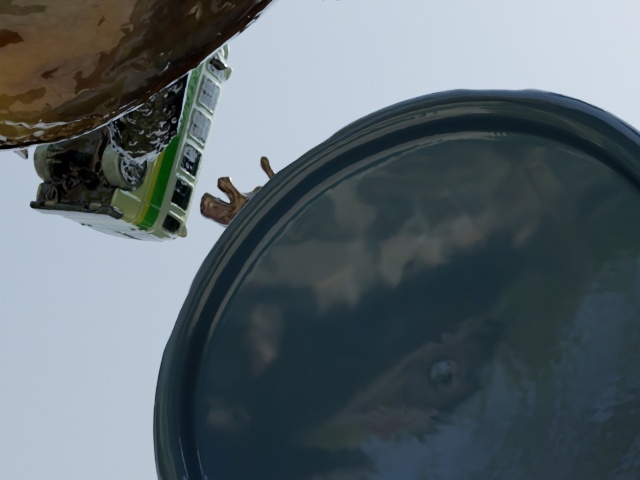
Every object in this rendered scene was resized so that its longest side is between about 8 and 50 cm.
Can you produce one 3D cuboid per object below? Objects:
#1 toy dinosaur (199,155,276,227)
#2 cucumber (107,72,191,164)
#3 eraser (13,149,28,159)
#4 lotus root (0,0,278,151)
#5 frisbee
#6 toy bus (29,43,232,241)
[{"bbox_3d":[-0.002,0.000,1.498,0.251,0.200,0.072,51,-21,-14],"label":"toy dinosaur"},{"bbox_3d":[-0.139,-0.147,1.088,0.072,0.072,0.300,8,-29,-5],"label":"cucumber"},{"bbox_3d":[-0.343,-0.123,1.414,0.099,0.019,0.027,37,-19,6],"label":"eraser"},{"bbox_3d":[-0.020,-0.138,0.496,0.078,0.329,0.167,41,-28,17],"label":"lotus root"},{"bbox_3d":[0.053,0.057,0.630,0.289,0.290,0.049,-21,-38,17],"label":"frisbee"},{"bbox_3d":[-0.199,-0.140,1.490,0.133,0.276,0.164,6,-16,36],"label":"toy bus"}]
